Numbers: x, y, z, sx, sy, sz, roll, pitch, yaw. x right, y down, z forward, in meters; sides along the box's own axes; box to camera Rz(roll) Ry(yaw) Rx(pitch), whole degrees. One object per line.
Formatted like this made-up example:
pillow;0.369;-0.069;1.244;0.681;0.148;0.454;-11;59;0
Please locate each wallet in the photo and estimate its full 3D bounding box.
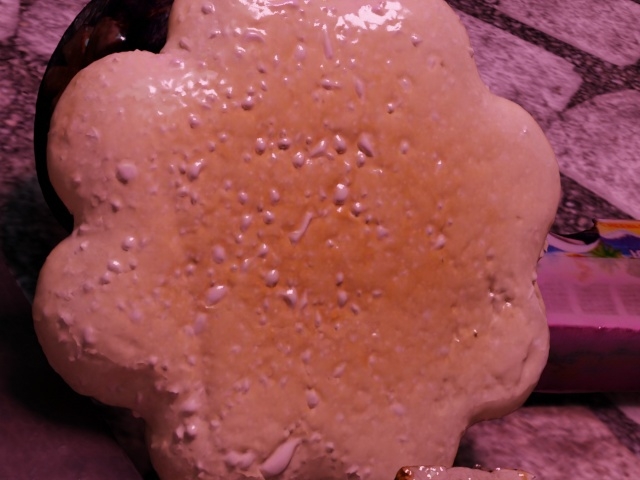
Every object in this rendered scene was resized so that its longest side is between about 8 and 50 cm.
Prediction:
wallet;-0.220;0.064;0.826;0.170;0.044;0.321;-4;37;-36

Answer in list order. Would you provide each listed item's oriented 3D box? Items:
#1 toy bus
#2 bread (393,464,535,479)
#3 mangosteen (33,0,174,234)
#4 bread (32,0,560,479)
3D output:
toy bus;0.210;0.044;1.035;0.274;0.090;0.112;3;42;-24
bread;0.076;0.161;0.807;0.083;0.070;0.076;5;34;-17
mangosteen;-0.060;-0.067;0.959;0.243;0.243;0.243;13;33;-9
bread;0.000;0.000;0.830;0.316;0.316;0.054;4;0;-22
